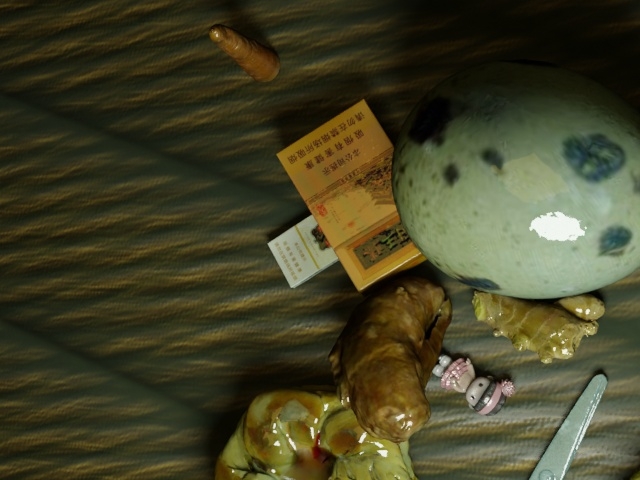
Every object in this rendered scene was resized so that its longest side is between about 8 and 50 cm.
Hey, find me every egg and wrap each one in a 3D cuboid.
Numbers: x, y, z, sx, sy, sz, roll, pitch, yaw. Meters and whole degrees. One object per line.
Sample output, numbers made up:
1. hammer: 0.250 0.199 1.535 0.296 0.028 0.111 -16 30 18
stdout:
1. egg: 0.303 -0.086 1.736 0.428 0.345 0.345 16 93 42

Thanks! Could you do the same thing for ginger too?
1. ginger: 0.105 0.188 1.856 0.172 0.321 0.165 -13 127 25
2. ginger: 0.333 0.133 1.861 0.205 0.081 0.115 2 82 20

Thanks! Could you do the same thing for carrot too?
1. carrot: -0.133 -0.320 2.006 0.061 0.209 0.061 -3 81 21

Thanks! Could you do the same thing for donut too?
1. donut: 0.000 0.403 1.931 0.360 0.170 0.360 -1 87 23

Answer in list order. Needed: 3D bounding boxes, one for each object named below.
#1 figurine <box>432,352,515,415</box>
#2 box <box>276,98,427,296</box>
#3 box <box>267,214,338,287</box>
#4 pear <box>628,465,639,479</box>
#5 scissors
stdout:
1. figurine: 0.243 0.225 1.911 0.129 0.054 0.072 34 84 27
2. box: 0.072 -0.069 1.964 0.174 0.076 0.274 -32 75 5
3. box: 0.000 0.000 2.031 0.167 0.024 0.090 -33 75 15
4. pear: 0.507 0.408 1.721 0.197 0.197 0.197 -1 86 21
5. scissors: 0.334 0.404 1.871 0.192 0.029 0.447 30 98 20
